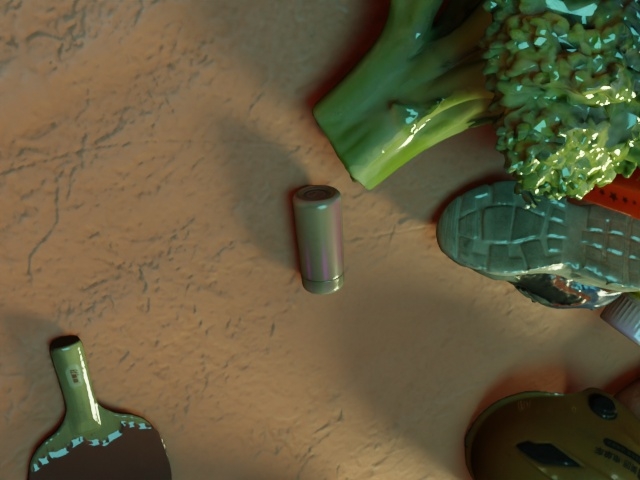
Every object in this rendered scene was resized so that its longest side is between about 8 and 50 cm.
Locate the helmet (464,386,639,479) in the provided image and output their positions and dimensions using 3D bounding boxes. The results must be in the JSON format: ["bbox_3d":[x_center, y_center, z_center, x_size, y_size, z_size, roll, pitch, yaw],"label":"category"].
[{"bbox_3d":[0.269,0.266,1.072,0.224,0.130,0.198,25,116,-15],"label":"helmet"}]

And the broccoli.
[{"bbox_3d":[0.142,-0.155,0.804,0.302,0.249,0.375,-50,127,-1],"label":"broccoli"}]

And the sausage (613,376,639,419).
[{"bbox_3d":[0.518,0.139,1.191,0.433,0.088,0.087,-21,118,-14],"label":"sausage"}]

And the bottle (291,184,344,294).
[{"bbox_3d":[0.000,0.000,0.924,0.045,0.045,0.096,-15,118,-18],"label":"bottle"}]

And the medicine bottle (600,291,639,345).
[{"bbox_3d":[0.383,0.015,1.054,0.122,0.122,0.212,33,95,-31],"label":"medicine bottle"}]

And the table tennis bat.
[{"bbox_3d":[-0.210,0.191,0.925,0.131,0.022,0.234,-16,118,-16],"label":"table tennis bat"}]

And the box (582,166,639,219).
[{"bbox_3d":[0.363,-0.084,0.968,0.245,0.139,0.035,-23,120,-27],"label":"box"}]

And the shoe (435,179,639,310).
[{"bbox_3d":[0.221,0.013,1.011,0.228,0.125,0.099,11,70,-3],"label":"shoe"}]
